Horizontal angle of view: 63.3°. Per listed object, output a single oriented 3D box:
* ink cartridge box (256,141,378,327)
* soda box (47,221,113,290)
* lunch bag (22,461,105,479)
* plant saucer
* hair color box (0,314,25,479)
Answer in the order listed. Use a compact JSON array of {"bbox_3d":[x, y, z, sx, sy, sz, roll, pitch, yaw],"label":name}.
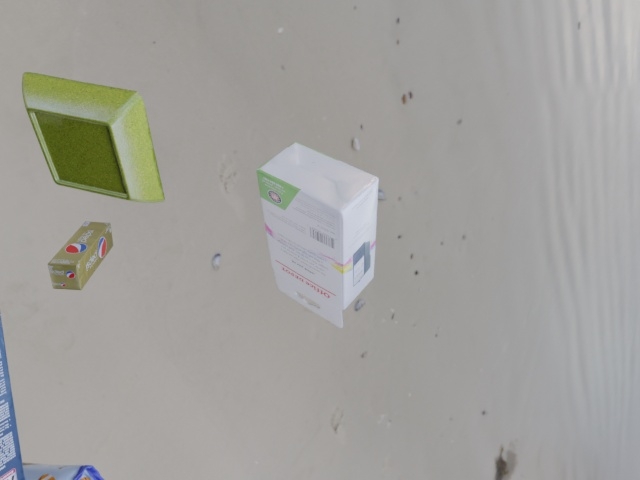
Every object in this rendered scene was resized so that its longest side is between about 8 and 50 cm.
[{"bbox_3d":[0.000,0.000,1.067,0.119,0.207,0.354,-43,148,-32],"label":"ink cartridge box"},{"bbox_3d":[-0.493,0.028,1.080,0.181,0.058,0.061,-88,-178,-61],"label":"soda box"},{"bbox_3d":[-0.575,0.624,1.079,0.239,0.327,0.386,-75,158,-49],"label":"lunch bag"},{"bbox_3d":[-0.335,-0.134,0.753,0.045,0.188,0.189,-67,165,-46],"label":"plant saucer"},{"bbox_3d":[-0.545,0.222,0.751,0.105,0.173,0.348,-29,130,-58],"label":"hair color box"}]
